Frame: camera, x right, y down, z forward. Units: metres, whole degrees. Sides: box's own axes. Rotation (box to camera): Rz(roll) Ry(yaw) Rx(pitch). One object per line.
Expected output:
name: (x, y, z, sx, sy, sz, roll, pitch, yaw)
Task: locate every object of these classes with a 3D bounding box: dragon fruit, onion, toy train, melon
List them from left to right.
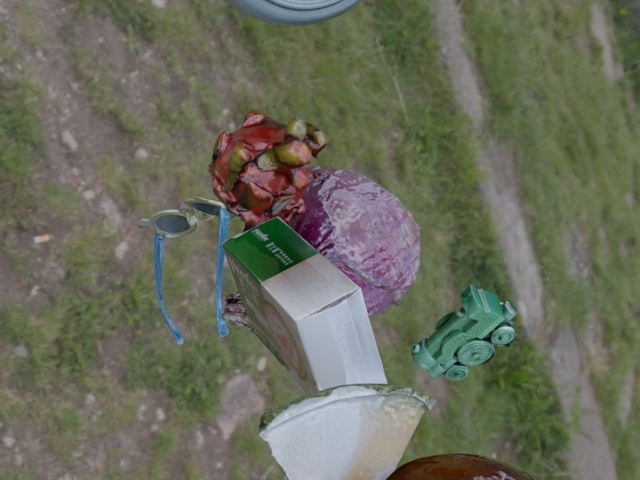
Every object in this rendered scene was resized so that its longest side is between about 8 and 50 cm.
dragon fruit: (-0.061, -0.088, 0.973, 0.133, 0.208, 0.150, 12, 67, -21)
onion: (0.000, 0.000, 1.160, 0.349, 0.267, 0.159, -38, 151, -55)
melon: (0.040, 0.168, 0.718, 0.202, 0.139, 0.093, 12, 55, -66)
toy train: (0.216, 0.147, 1.241, 0.104, 0.178, 0.071, 23, 37, -29)

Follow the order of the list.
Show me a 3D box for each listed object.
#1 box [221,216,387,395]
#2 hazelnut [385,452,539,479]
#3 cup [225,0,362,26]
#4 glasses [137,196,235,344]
box: (-0.021, 0.077, 0.879, 0.081, 0.199, 0.135, -28, 124, -19)
hazelnut: (0.115, 0.263, 0.633, 0.204, 0.178, 0.178, 48, 40, -52)
cup: (-0.002, -0.400, 0.934, 0.274, 0.357, 0.259, -118, -157, -49)
glasses: (-0.189, 0.047, 1.292, 0.088, 0.190, 0.220, -8, 83, -47)
